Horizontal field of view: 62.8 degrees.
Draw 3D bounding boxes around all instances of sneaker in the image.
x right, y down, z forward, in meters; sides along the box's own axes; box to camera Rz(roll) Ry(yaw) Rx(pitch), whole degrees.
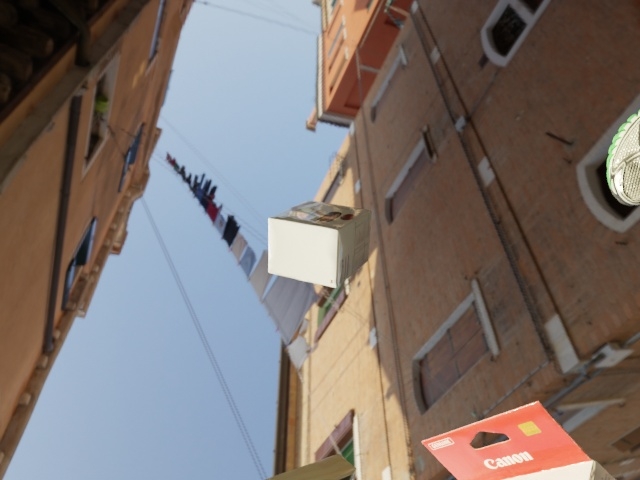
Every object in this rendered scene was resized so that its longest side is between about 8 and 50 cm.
[{"bbox_3d":[0.618,-0.203,0.887,0.134,0.343,0.146,29,-148,7],"label":"sneaker"}]

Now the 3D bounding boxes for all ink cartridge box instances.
[{"bbox_3d":[0.347,0.429,0.906,0.261,0.296,0.066,45,-135,0],"label":"ink cartridge box"}]

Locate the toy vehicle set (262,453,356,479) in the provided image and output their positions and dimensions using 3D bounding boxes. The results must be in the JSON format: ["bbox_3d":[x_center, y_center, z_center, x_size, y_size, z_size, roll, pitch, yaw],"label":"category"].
[{"bbox_3d":[-0.078,0.370,0.642,0.035,0.165,0.267,29,-164,40],"label":"toy vehicle set"}]

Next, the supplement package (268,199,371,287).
[{"bbox_3d":[0.000,0.000,1.331,0.194,0.149,0.203,11,-159,24],"label":"supplement package"}]
